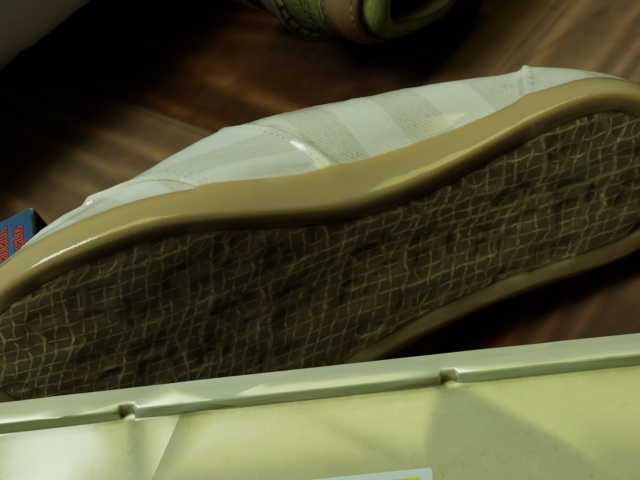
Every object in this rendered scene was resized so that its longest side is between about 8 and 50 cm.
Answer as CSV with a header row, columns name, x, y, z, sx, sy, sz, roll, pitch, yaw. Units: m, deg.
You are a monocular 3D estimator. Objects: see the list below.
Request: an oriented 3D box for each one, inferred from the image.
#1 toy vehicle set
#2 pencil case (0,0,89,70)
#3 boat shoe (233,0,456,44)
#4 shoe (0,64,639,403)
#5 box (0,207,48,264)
name,x,y,z,sx,sy,sz,roll,pitch,yaw
toy vehicle set,-0.008,0.104,0.374,0.267,0.035,0.166,-7,45,11
pencil case,-0.134,-0.155,0.666,0.410,0.160,0.183,-41,19,-7
boat shoe,0.082,-0.193,0.612,0.104,0.111,0.307,29,78,39
shoe,0.000,0.000,0.485,0.219,0.076,0.058,-17,27,0
box,-0.141,0.109,0.500,0.159,0.044,0.233,-26,41,9
